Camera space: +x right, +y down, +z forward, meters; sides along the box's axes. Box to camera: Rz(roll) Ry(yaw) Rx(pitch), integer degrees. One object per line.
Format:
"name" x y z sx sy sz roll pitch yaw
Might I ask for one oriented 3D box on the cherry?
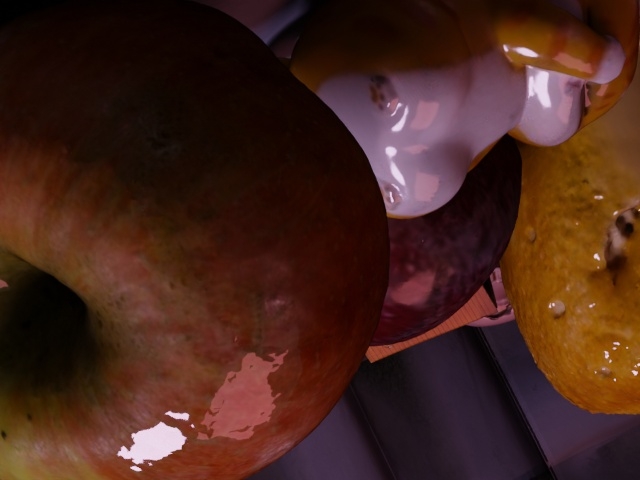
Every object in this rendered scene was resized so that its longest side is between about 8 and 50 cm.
"cherry" 0.070 -0.026 1.224 0.300 0.203 0.230 -48 170 -22

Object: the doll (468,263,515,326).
"doll" 0.202 -0.012 1.725 0.284 0.216 0.268 -16 -157 -11

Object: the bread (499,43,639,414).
"bread" 0.305 -0.024 1.364 0.250 0.394 0.361 -6 167 -17

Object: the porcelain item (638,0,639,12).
"porcelain item" 0.315 -0.230 1.201 0.213 0.054 0.084 -25 171 -13

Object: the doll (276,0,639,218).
"doll" 0.105 -0.122 0.936 0.269 0.162 0.167 -17 137 -18

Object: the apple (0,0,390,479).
"apple" -0.097 0.000 0.753 0.309 0.277 0.250 -3 -161 35

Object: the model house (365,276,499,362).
"model house" 0.073 0.051 1.457 0.219 0.136 0.207 -25 166 13
